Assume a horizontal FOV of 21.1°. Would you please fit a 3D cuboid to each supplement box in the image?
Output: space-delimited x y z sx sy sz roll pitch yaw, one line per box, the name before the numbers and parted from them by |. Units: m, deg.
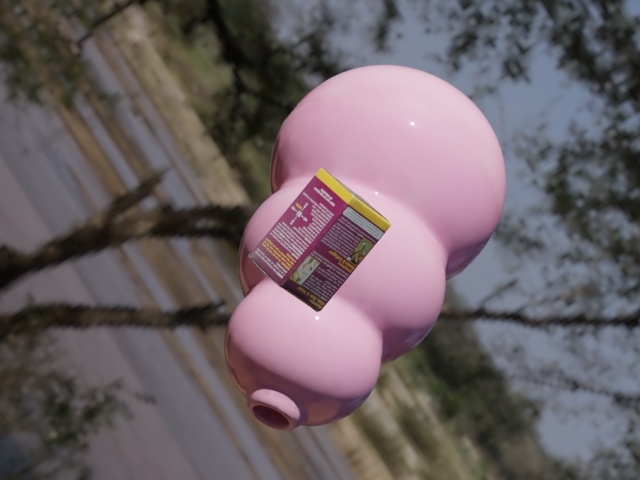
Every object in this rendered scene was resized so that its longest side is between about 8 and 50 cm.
supplement box | 0.000 0.000 1.212 0.043 0.083 0.055 43 4 40

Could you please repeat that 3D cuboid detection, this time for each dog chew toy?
dog chew toy | 0.026 0.012 1.445 0.206 0.332 0.206 19 -30 12
